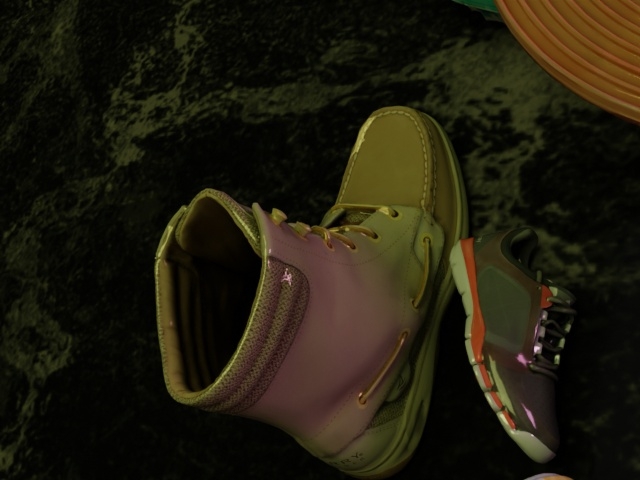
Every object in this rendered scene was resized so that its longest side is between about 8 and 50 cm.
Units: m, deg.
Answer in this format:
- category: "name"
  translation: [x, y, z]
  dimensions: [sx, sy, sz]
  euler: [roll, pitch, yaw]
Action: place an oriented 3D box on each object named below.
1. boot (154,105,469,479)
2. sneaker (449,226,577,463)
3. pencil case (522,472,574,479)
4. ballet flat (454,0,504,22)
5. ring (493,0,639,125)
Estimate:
- category: "boot"
  translation: [0.000, 0.000, 0.631]
  dimensions: [0.095, 0.203, 0.262]
  euler: [-2, 67, 37]
- category: "sneaker"
  translation: [0.124, 0.053, 0.606]
  dimensions: [0.064, 0.061, 0.158]
  euler: [-24, 54, 19]
- category: "pencil case"
  translation: [0.180, 0.206, 0.436]
  dimensions: [0.124, 0.113, 0.273]
  euler: [-41, 40, -25]
- category: "ballet flat"
  translation: [0.207, -0.172, 0.622]
  dimensions: [0.147, 0.147, 0.409]
  euler: [-51, 47, 5]
- category: "ring"
  translation: [0.241, -0.178, 0.478]
  dimensions: [0.336, 0.032, 0.337]
  euler: [-12, 56, 18]
